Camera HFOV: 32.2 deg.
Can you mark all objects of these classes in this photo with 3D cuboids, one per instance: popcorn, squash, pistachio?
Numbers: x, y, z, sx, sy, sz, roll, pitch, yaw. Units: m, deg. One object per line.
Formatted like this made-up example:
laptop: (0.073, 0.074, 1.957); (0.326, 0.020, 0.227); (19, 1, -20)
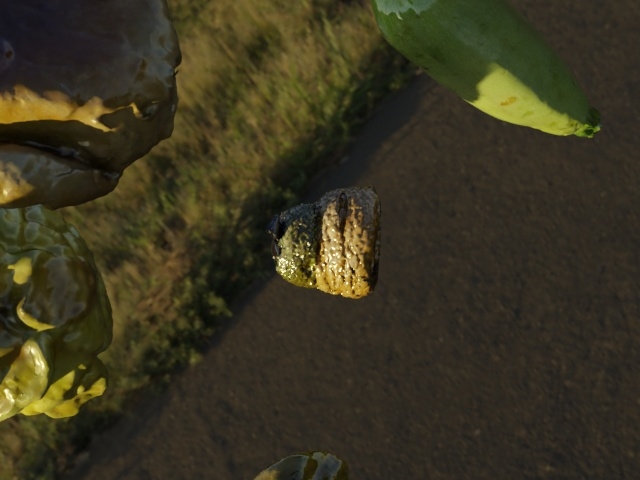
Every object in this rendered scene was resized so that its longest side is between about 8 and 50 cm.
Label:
popcorn: (-0.298, 0.069, 1.063); (0.181, 0.235, 0.217); (-20, 0, -7)
squash: (0.189, -0.201, 1.220); (0.118, 0.371, 0.118); (-21, 58, 38)
pistachio: (-0.043, 0.380, 1.659); (0.189, 0.110, 0.100); (-28, 9, -4)

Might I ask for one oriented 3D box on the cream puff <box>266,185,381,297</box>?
cream puff: (0.000, 0.000, 1.678); (0.169, 0.183, 0.183); (2, 38, -5)

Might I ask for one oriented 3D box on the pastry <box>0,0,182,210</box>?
pastry: (-0.187, -0.127, 0.694); (0.218, 0.100, 0.229); (19, 56, 2)
